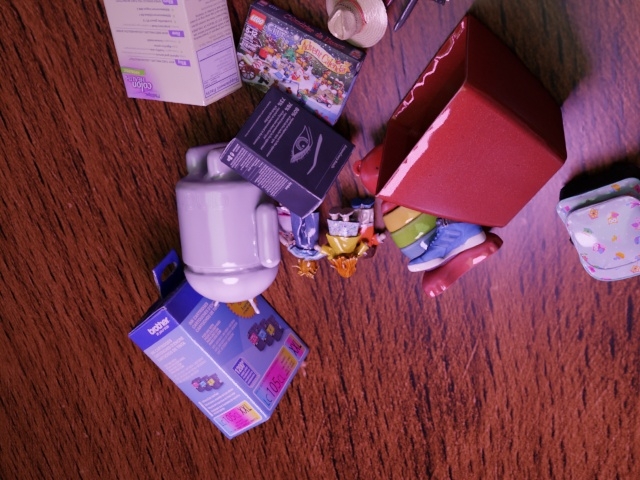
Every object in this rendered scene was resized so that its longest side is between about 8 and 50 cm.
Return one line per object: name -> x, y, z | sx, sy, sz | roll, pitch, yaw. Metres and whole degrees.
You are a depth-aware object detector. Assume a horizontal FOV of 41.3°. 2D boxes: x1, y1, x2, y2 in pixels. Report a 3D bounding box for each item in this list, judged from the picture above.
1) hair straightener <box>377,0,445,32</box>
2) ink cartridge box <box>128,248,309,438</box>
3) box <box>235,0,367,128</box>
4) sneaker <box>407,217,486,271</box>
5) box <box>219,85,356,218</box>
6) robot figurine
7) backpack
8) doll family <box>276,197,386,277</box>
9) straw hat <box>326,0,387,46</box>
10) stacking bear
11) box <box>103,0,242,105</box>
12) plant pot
hair straightener -> 0.194, -0.449, 1.467 | 0.089, 0.047, 0.230 | 39, 122, -3
ink cartridge box -> -0.240, 0.205, 1.903 | 0.395, 0.270, 0.151 | 47, 124, -9
box -> -0.046, -0.337, 1.624 | 0.233, 0.044, 0.159 | 28, 131, 5
sneaker -> 0.214, -0.008, 1.527 | 0.152, 0.058, 0.084 | -26, 97, 1
box -> -0.063, -0.169, 1.645 | 0.207, 0.153, 0.108 | 37, 151, -8
robot figurine -> -0.192, -0.024, 1.760 | 0.300, 0.200, 0.353 | 10, 109, 48
backpack -> 0.528, -0.020, 1.520 | 0.166, 0.144, 0.188 | -21, 112, 26
doll family -> 0.000, 0.000, 1.769 | 0.263, 0.118, 0.163 | 7, 122, 19
straw hat -> 0.046, -0.394, 1.515 | 0.145, 0.061, 0.144 | 30, 145, 24
stacking bear -> 0.186, -0.062, 1.629 | 0.175, 0.164, 0.289 | -38, 95, 5
box -> -0.284, -0.398, 1.623 | 0.214, 0.117, 0.242 | 11, 123, 34
plant pot -> 0.274, -0.181, 1.474 | 0.236, 0.267, 0.267 | 28, 128, -12
